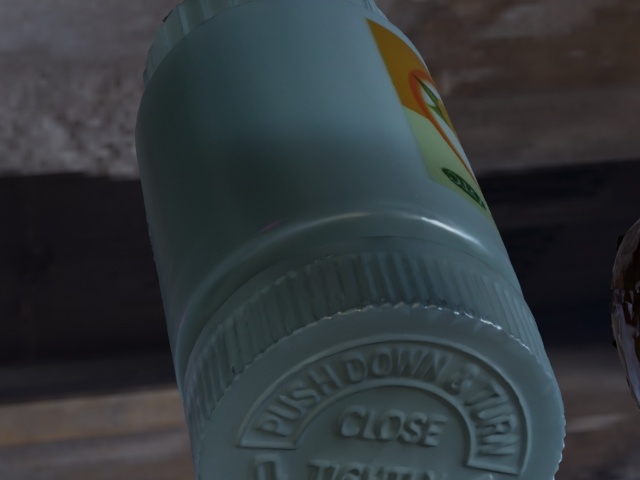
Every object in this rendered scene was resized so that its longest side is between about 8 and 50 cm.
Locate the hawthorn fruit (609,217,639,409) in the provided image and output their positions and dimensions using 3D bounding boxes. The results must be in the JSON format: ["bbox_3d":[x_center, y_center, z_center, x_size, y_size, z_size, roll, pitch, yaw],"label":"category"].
[{"bbox_3d":[0.241,0.052,0.882,0.235,0.181,0.181,47,-2,-14],"label":"hawthorn fruit"}]

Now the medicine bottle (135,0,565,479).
[{"bbox_3d":[0.000,0.000,0.934,0.318,0.158,0.158,-107,-164,-54],"label":"medicine bottle"}]
